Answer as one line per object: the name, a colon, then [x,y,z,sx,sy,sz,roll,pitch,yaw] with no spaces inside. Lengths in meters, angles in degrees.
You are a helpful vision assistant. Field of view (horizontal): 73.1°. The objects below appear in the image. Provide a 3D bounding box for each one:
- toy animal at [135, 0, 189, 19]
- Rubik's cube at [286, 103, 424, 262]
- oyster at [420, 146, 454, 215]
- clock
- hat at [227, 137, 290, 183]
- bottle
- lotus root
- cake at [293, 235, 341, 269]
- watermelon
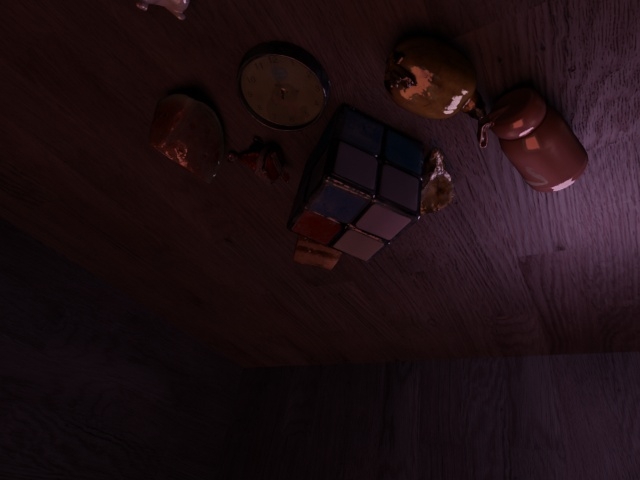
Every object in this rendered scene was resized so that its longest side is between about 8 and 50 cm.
toy animal: [-0.338,-0.642,0.977,0.140,0.138,0.282,-2,163,-39]
Rubik's cube: [0.110,-0.166,1.362,0.316,0.318,0.313,23,145,-14]
oyster: [0.352,-0.168,1.498,0.204,0.111,0.396,7,148,-25]
clock: [-0.112,-0.441,1.269,0.280,0.055,0.281,8,145,5]
hat: [-0.227,-0.276,1.515,0.227,0.129,0.140,15,174,26]
bottle: [0.579,-0.271,1.198,0.206,0.173,0.297,-31,128,34]
lotus root: [0.306,-0.400,1.110,0.309,0.183,0.183,18,145,-16]
cake: [0.000,0.000,1.727,0.198,0.196,0.293,13,144,-5]
watermelon: [-0.446,-0.325,1.404,0.148,0.226,0.318,27,140,27]
